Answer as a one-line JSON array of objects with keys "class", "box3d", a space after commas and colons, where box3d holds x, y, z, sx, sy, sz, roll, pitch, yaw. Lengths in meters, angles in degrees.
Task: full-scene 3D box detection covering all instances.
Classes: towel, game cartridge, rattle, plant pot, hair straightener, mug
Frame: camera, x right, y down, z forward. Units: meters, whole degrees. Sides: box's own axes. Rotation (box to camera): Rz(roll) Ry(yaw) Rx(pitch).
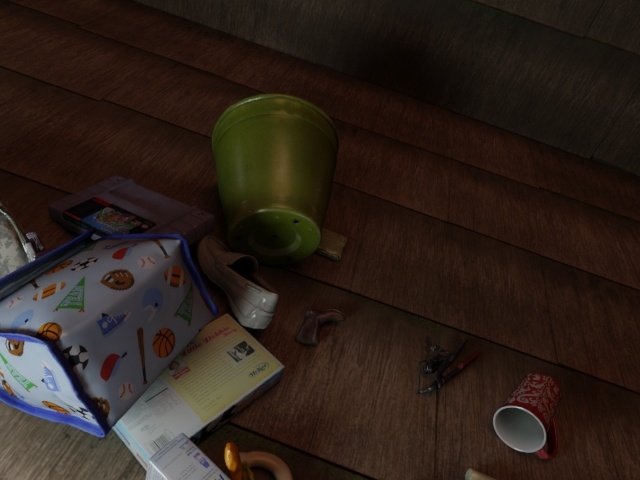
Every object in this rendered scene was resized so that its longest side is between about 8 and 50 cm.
[{"class": "towel", "box3d": [0.000, 0.000, 1.498, 0.148, 0.027, 0.110, 20, 37, 4]}, {"class": "game cartridge", "box3d": [-0.475, -0.060, 1.297, 0.355, 0.068, 0.230, 22, 33, 22]}, {"class": "rattle", "box3d": [-0.067, 0.409, 0.892, 0.200, 0.142, 0.130, 16, 19, 6]}, {"class": "plant pot", "box3d": [-0.120, -0.136, 1.393, 0.367, 0.366, 0.352, 7, 51, -14]}, {"class": "hair straightener", "box3d": [0.295, 0.299, 1.255, 0.230, 0.047, 0.089, -26, 56, -37]}, {"class": "mug", "box3d": [0.480, 0.398, 1.178, 0.113, 0.150, 0.169, 0, 18, 39]}]

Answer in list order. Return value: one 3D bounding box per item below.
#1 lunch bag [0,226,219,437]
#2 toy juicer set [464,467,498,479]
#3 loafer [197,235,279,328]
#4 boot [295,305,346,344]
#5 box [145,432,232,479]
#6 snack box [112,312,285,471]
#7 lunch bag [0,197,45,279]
[{"class": "lunch bag", "box3d": [-0.455, 0.136, 0.956, 0.386, 0.238, 0.328, 0, 29, 31]}, {"class": "toy juicer set", "box3d": [0.305, 0.530, 0.938, 0.209, 0.089, 0.329, 28, 14, 21]}, {"class": "loafer", "box3d": [-0.194, 0.076, 1.228, 0.112, 0.111, 0.319, 16, 22, -50]}, {"class": "boot", "box3d": [0.002, 0.210, 1.235, 0.107, 0.037, 0.114, 8, 34, 7]}, {"class": "box", "box3d": [-0.212, 0.408, 0.836, 0.137, 0.126, 0.072, 36, 40, 20]}, {"class": "snack box", "box3d": [-0.247, 0.286, 1.021, 0.187, 0.060, 0.322, 38, 42, 24]}, {"class": "lunch bag", "box3d": [-0.751, 0.027, 1.023, 0.256, 0.212, 0.305, 49, 46, 10]}]
